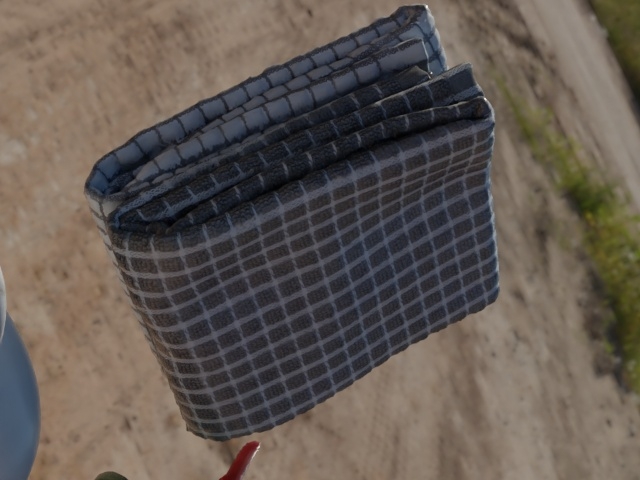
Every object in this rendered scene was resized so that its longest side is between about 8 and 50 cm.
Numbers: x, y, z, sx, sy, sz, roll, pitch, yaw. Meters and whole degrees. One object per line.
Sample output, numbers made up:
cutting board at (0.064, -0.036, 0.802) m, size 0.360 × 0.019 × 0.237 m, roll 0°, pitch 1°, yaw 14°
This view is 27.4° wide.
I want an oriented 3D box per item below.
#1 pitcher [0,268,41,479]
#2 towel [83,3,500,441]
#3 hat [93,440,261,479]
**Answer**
pitcher at (-0.229, 0.078, 0.800) m, size 0.125 × 0.177 × 0.207 m, roll -14°, pitch 109°, yaw -32°
towel at (0.000, 0.000, 0.931) m, size 0.121 × 0.283 × 0.235 m, roll 56°, pitch -13°, yaw 43°
hat at (-0.069, 0.239, 0.978) m, size 0.183 × 0.173 × 0.209 m, roll -3°, pitch 68°, yaw -31°
